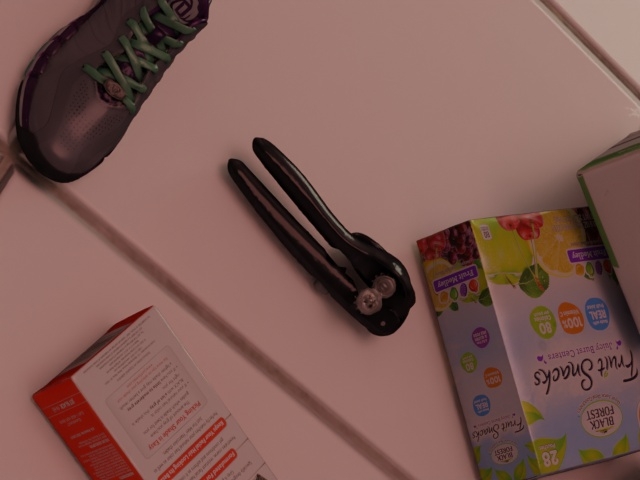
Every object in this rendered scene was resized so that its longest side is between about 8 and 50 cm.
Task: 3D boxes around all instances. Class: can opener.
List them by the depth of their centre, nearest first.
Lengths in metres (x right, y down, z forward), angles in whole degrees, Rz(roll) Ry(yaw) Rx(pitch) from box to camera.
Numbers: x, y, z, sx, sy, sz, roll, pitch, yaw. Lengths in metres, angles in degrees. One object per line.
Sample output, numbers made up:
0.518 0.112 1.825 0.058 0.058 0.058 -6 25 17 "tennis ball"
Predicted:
0.000 0.000 1.413 0.186 0.073 0.059 42 90 -17 "can opener"

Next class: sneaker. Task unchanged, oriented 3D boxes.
-0.133 -0.139 1.313 0.083 0.098 0.224 42 51 -21 "sneaker"

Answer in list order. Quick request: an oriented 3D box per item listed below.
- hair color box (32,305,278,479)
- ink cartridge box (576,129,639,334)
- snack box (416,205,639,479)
-0.104 0.140 1.260 0.167 0.053 0.093 55 46 -8 "hair color box"
0.306 -0.017 1.592 0.160 0.092 0.219 67 24 -4 "ink cartridge box"
0.182 0.082 1.517 0.174 0.070 0.207 -7 79 -44 "snack box"
